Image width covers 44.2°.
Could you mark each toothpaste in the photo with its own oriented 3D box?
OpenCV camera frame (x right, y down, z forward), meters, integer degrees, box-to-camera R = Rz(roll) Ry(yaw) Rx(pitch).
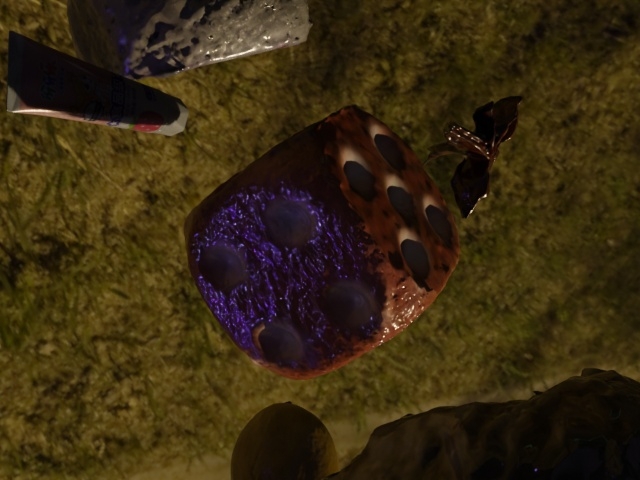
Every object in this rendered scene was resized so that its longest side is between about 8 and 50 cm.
[{"bbox_3d":[-0.202,-0.133,0.723,0.194,0.042,0.067,6,85,-56],"label":"toothpaste"}]

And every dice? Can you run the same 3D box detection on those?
[{"bbox_3d":[0.000,0.000,0.679,0.174,0.179,0.175,-33,-172,32],"label":"dice"}]

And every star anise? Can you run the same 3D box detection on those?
[{"bbox_3d":[0.176,-0.128,1.030,0.158,0.144,0.141,-34,135,-35],"label":"star anise"}]

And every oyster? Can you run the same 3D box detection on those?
[{"bbox_3d":[0.161,0.141,0.369,0.110,0.341,0.166,91,15,-67],"label":"oyster"}]

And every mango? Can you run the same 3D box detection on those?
[{"bbox_3d":[-0.055,0.444,1.356,0.195,0.332,0.142,0,163,-20],"label":"mango"}]

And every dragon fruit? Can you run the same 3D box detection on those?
[{"bbox_3d":[-0.179,-0.298,0.910,0.221,0.283,0.204,-25,110,-36],"label":"dragon fruit"}]
